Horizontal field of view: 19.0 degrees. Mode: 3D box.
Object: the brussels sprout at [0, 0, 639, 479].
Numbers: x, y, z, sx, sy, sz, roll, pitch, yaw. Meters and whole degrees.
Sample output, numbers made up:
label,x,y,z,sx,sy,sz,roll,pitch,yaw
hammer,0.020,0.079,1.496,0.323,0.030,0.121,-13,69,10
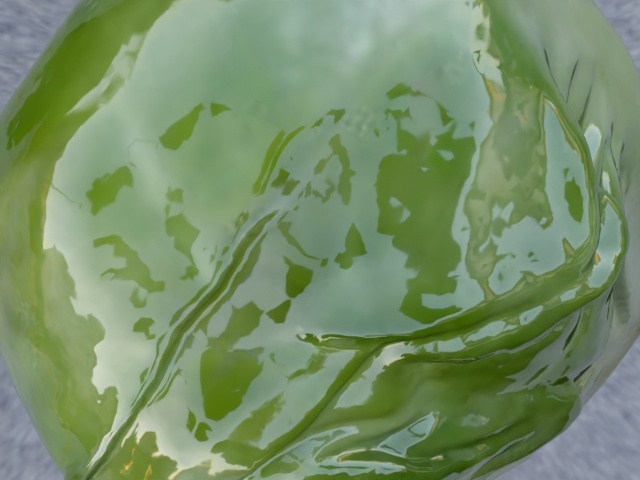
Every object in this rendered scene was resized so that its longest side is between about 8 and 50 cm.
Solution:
label,x,y,z,sx,sy,sz,roll,pitch,yaw
brussels sprout,0.000,0.000,0.801,0.328,0.328,0.247,-29,60,1
